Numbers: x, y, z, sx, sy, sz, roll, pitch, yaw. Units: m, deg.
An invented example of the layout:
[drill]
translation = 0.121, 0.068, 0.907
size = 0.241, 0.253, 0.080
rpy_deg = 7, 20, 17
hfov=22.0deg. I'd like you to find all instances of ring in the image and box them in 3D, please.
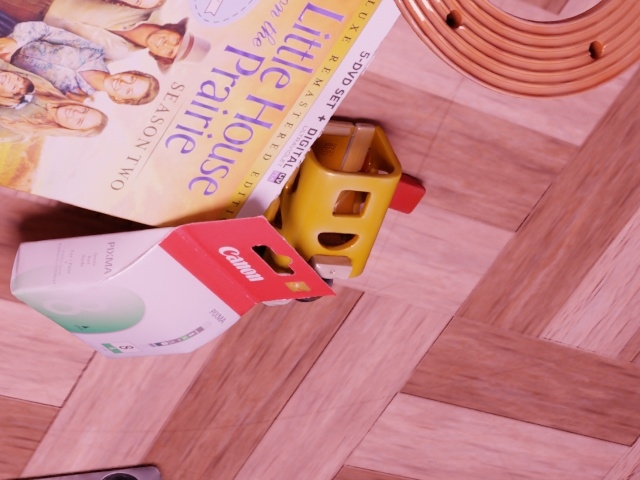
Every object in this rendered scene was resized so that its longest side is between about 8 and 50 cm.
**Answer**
[ring]
translation = 0.167, -0.275, 1.245
size = 0.337, 0.032, 0.336
rpy_deg = -5, 100, -31

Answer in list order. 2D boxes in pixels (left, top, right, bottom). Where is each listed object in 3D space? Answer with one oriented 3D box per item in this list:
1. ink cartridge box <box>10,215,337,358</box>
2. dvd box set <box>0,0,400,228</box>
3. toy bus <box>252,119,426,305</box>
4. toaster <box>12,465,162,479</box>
[ink cartridge box]
translation = -0.121, 0.045, 1.405
size = 0.225, 0.056, 0.181
rpy_deg = -4, 157, 20
[dvd box set]
translation = -0.176, -0.160, 1.217
size = 0.420, 0.062, 0.307
rpy_deg = 16, 128, -29
[toy bus]
translation = -0.002, -0.010, 1.461
size = 0.191, 0.104, 0.202
rpy_deg = -32, 132, 8
[toaster]
translation = -0.242, 0.327, 1.656
size = 0.168, 0.110, 0.185
rpy_deg = -3, 130, -17
